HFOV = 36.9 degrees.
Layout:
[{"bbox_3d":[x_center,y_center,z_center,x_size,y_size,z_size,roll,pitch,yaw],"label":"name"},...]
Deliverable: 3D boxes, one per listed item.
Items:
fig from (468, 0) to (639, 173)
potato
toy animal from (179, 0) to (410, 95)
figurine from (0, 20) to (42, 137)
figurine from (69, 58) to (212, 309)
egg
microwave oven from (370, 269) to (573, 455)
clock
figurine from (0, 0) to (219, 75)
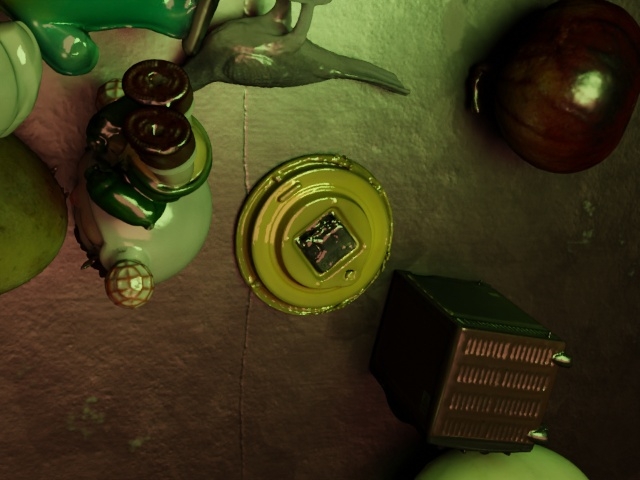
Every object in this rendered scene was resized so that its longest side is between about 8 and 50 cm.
[{"bbox_3d":[0.326,-0.208,1.275,0.235,0.235,0.214,-43,79,-2],"label":"fig"},{"bbox_3d":[-0.448,-0.045,1.021,0.359,0.219,0.270,28,57,-29],"label":"potato"},{"bbox_3d":[-0.049,-0.243,1.174,0.366,0.081,0.206,-8,143,-16],"label":"toy animal"},{"bbox_3d":[-0.384,-0.191,0.916,0.236,0.176,0.133,42,122,-8],"label":"figurine"},{"bbox_3d":[-0.197,-0.066,1.080,0.167,0.370,0.281,-2,69,-15],"label":"figurine"},{"bbox_3d":[0.285,0.440,1.442,0.345,0.283,0.283,11,104,-36],"label":"egg"},{"bbox_3d":[0.198,0.170,1.337,0.178,0.247,0.188,6,104,-19],"label":"microwave oven"},{"bbox_3d":[0.000,0.000,1.309,0.237,0.057,0.237,-6,108,-18],"label":"clock"},{"bbox_3d":[-0.264,-0.341,1.017,0.340,0.231,0.324,19,82,-14],"label":"figurine"}]
